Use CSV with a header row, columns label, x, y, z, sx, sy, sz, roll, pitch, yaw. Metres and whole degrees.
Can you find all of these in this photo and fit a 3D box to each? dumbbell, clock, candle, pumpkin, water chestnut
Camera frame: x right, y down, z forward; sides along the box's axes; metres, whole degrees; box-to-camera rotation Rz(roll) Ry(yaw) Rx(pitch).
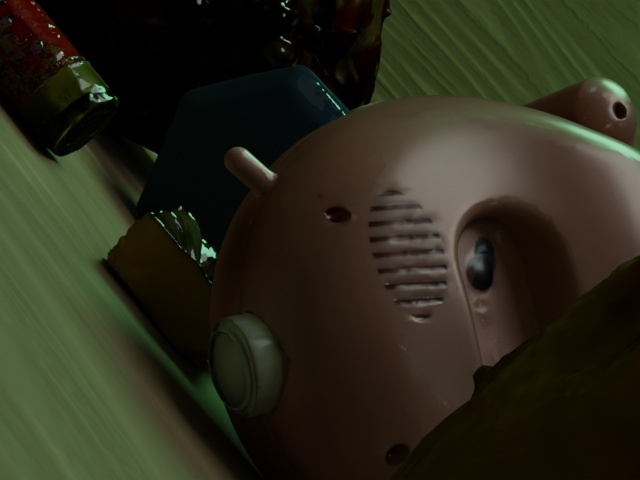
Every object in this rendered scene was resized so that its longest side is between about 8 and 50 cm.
label,x,y,z,sx,sy,sz,roll,pitch,yaw
dumbbell,0.000,-0.001,1.244,0.144,0.156,0.316,19,-9,21
clock,0.061,0.039,0.875,0.142,0.241,0.227,-24,-103,55
candle,-0.169,-0.109,1.023,0.130,0.052,0.052,49,3,9
pumpkin,-0.063,0.022,0.938,0.083,0.054,0.074,55,8,1
water chestnut,-0.080,-0.173,1.319,0.289,0.289,0.244,49,35,-13

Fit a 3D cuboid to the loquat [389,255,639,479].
label,x,y,z,sx,sy,sz,roll,pitch,yaw
loquat,0.149,0.137,0.555,0.284,0.276,0.276,47,3,8
